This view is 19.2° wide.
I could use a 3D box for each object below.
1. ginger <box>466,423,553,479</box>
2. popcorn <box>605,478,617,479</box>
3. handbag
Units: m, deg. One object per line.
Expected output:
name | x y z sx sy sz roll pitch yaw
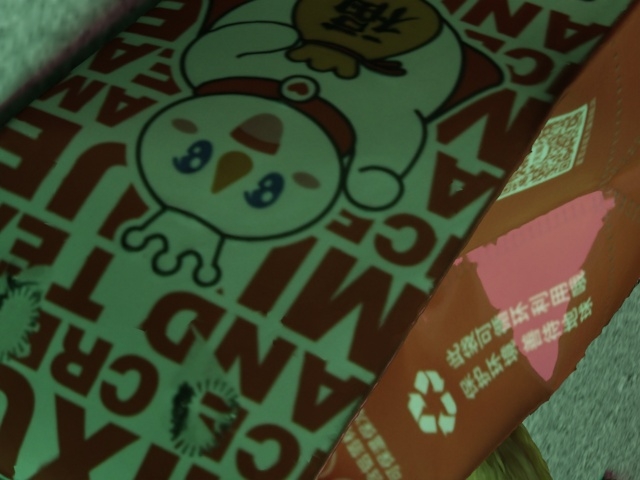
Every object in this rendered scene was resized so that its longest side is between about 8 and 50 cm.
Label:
ginger | 0.032 0.127 0.805 0.354 0.126 0.190 33 50 -67
popcorn | 0.208 0.205 1.294 0.059 0.068 0.083 68 15 -63
handbag | 0.000 0.000 0.666 0.298 0.171 0.151 -45 144 -43
